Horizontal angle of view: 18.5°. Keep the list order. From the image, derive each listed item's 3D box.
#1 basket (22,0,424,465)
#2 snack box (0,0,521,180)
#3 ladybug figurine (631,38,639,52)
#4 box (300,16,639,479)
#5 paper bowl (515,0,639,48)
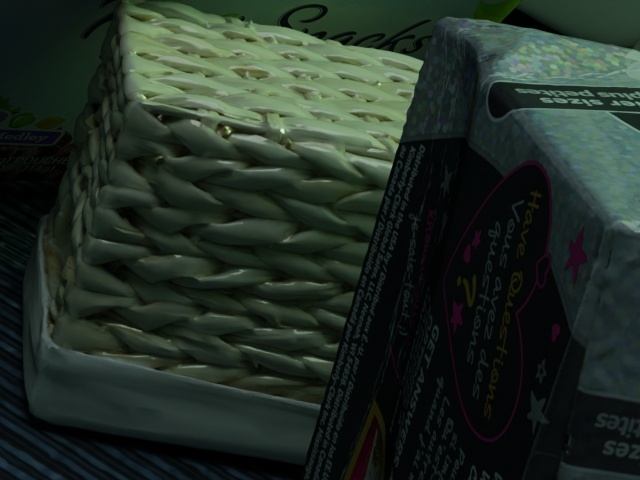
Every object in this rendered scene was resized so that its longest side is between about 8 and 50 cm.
[{"bbox_3d":[0.000,0.000,0.604,0.167,0.103,0.113,11,22,-13],"label":"basket"},{"bbox_3d":[-0.040,-0.090,0.691,0.207,0.174,0.070,-2,62,-38],"label":"snack box"},{"bbox_3d":[0.308,-0.028,0.756,0.449,0.162,0.305,7,11,-29],"label":"ladybug figurine"},{"bbox_3d":[0.139,0.057,0.487,0.247,0.163,0.142,9,22,-17],"label":"box"},{"bbox_3d":[0.141,-0.219,1.099,0.284,0.148,0.284,31,24,-16],"label":"paper bowl"}]
